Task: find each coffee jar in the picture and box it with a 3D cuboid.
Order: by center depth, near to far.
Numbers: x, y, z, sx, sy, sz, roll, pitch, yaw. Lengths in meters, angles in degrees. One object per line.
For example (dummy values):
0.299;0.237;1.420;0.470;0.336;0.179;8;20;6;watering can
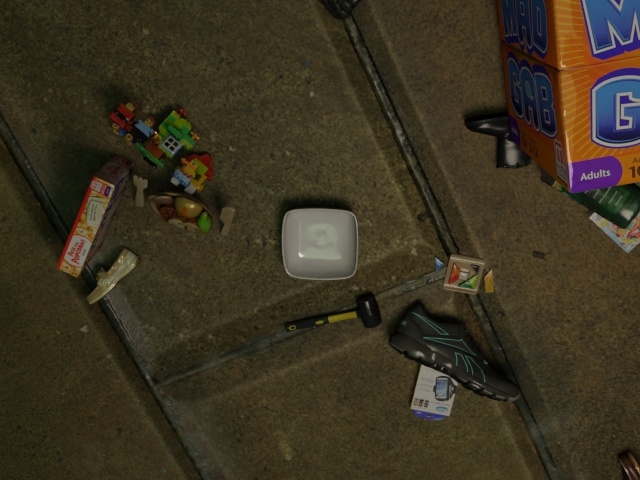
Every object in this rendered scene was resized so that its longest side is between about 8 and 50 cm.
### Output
0.474;-0.099;1.640;0.184;0.096;0.079;31;105;7;coffee jar

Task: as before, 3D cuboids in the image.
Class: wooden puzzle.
0.273;0.065;1.772;0.116;0.014;0.078;4;110;3;wooden puzzle

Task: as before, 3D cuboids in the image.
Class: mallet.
0.021;0.143;1.809;0.190;0.039;0.062;-6;109;10;mallet

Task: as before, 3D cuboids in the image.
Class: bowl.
0.000;0.000;1.746;0.142;0.053;0.142;1;110;3;bowl

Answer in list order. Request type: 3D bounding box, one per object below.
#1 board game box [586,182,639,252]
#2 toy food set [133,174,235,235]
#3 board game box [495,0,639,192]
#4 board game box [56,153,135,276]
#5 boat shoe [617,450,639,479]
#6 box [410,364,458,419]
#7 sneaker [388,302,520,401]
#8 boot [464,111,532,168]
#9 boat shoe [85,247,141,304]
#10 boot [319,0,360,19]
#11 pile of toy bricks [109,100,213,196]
0.577;-0.065;1.697;0.103;0.026;0.154;40;108;-10;board game box
-0.258;-0.049;1.717;0.192;0.038;0.132;19;153;-2;toy food set
0.486;-0.313;1.418;0.356;0.356;0.356;-10;108;0;board game box
-0.408;-0.047;1.707;0.045;0.147;0.193;25;109;-6;board game box
0.641;0.519;1.881;0.073;0.073;0.207;-28;106;11;boat shoe
0.227;0.291;1.851;0.081;0.028;0.136;11;113;-1;box
0.266;0.215;1.769;0.267;0.101;0.106;29;78;1;sneaker
0.320;-0.176;1.665;0.121;0.045;0.099;-7;109;2;boot
-0.407;0.067;1.803;0.135;0.050;0.045;-43;99;6;boat shoe
0.049;-0.557;1.494;0.260;0.131;0.348;39;119;-3;boot
-0.274;-0.188;1.680;0.212;0.118;0.105;40;76;-1;pile of toy bricks
